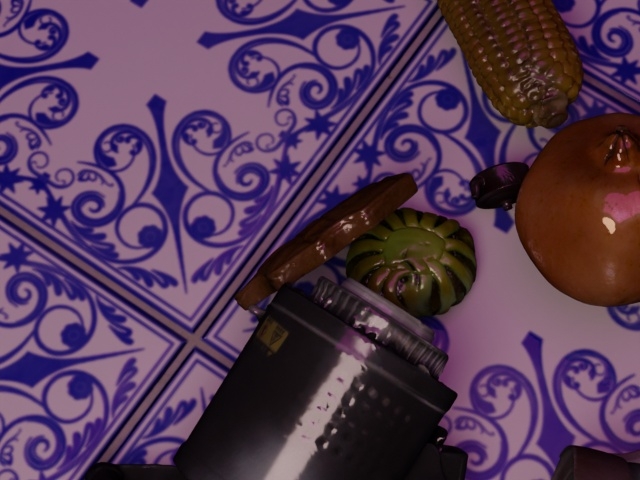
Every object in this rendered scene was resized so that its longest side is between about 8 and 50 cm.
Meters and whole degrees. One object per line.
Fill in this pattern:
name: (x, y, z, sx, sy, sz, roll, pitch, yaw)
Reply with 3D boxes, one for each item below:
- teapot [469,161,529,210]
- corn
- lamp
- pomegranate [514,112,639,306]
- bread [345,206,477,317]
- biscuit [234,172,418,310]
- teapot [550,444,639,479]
teapot: (0.200, -0.054, 1.720, 0.100, 0.068, 0.045, 0, 68, -35)
corn: (0.188, -0.280, 1.780, 0.120, 0.120, 0.363, -19, 66, -6)
lamp: (-0.010, 0.167, 1.533, 0.374, 0.205, 0.272, 13, 93, -16)
pomegranate: (0.302, -0.034, 1.643, 0.209, 0.209, 0.209, -1, 69, 1)
bread: (0.096, 0.024, 1.689, 0.139, 0.071, 0.130, 7, 65, 4)
biscuit: (-0.002, -0.002, 1.647, 0.215, 0.182, 0.034, -36, 94, -8)
teapot: (0.356, 0.319, 1.509, 0.312, 0.233, 0.315, 18, 42, 1)
